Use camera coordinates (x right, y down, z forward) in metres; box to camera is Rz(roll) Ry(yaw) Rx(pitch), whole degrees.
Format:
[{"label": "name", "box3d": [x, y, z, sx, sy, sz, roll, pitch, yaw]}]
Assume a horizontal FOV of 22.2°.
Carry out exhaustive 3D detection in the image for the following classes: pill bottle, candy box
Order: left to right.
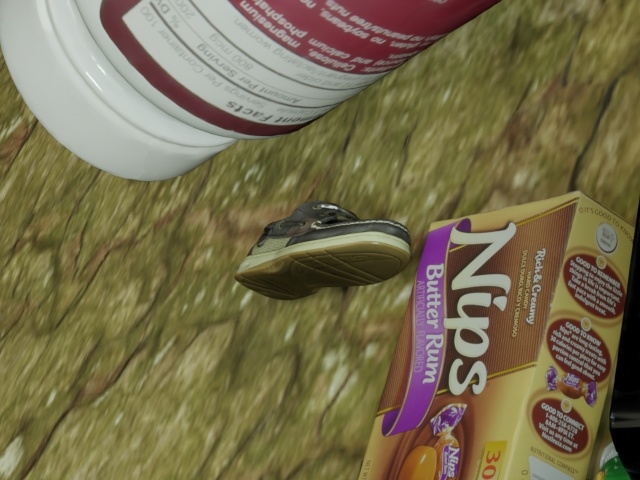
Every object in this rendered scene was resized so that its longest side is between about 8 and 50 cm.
[{"label": "pill bottle", "box3d": [-0.014, -0.197, 0.993, 0.392, 0.224, 0.224, -29, 41, 41]}, {"label": "candy box", "box3d": [0.081, 0.075, 0.778, 0.109, 0.053, 0.187, -12, 55, 52]}]

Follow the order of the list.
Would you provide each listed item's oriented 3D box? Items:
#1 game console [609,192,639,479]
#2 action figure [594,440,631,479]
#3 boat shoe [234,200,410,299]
[{"label": "game console", "box3d": [0.160, 0.087, 0.330, 0.213, 0.044, 0.361, -6, 53, 27]}, {"label": "action figure", "box3d": [0.170, 0.080, 0.636, 0.232, 0.063, 0.137, -42, 37, 34]}, {"label": "boat shoe", "box3d": [0.000, 0.000, 0.963, 0.152, 0.056, 0.049, -12, 59, 52]}]
